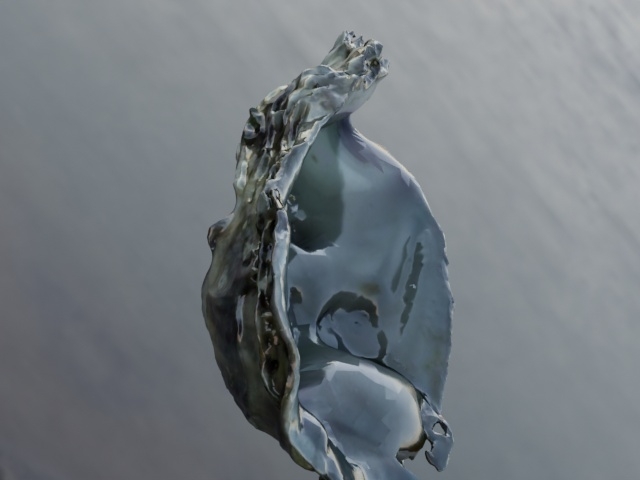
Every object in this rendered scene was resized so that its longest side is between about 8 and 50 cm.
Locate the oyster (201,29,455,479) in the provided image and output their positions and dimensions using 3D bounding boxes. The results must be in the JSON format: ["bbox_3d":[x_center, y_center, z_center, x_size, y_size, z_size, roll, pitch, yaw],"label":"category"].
[{"bbox_3d":[0.003,-0.001,0.690,0.199,0.087,0.252,42,28,-56],"label":"oyster"}]
